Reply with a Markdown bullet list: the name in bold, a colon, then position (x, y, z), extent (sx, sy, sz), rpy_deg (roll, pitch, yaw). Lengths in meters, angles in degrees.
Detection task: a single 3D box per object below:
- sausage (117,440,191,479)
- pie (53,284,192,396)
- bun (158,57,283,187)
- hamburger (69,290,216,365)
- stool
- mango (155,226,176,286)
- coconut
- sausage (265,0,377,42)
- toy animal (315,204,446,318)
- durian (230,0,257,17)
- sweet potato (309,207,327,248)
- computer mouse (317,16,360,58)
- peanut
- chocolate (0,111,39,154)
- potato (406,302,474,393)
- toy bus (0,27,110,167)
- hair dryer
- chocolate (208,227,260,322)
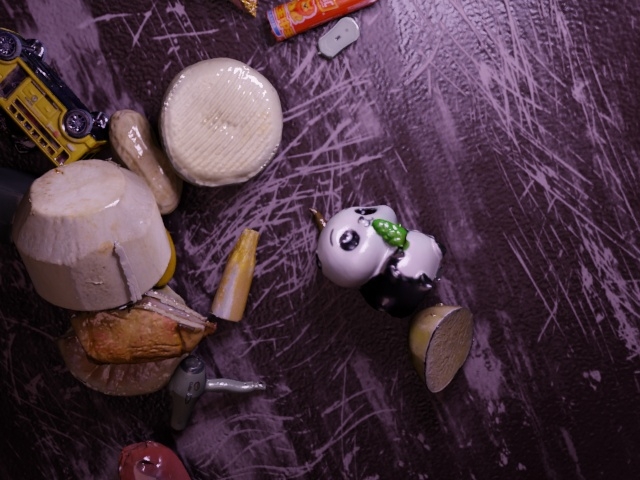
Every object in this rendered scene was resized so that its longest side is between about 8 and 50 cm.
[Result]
- **sausage**: position (-0.387, 0.613, 1.736), extent (0.152, 0.152, 0.280), rpy_deg (-29, 96, 10)
- **pie**: position (-0.462, 0.235, 1.716), extent (0.337, 0.075, 0.338), rpy_deg (0, 102, 0)
- **bun**: position (-0.219, -0.259, 1.570), extent (0.287, 0.146, 0.287), rpy_deg (-2, 108, -7)
- **hamburger**: position (-0.412, 0.199, 1.596), extent (0.282, 0.155, 0.245), rpy_deg (38, 100, -11)
- **stool**: position (-0.685, -0.076, 1.610), extent (0.232, 0.232, 0.141), rpy_deg (18, 101, 2)
- **mango**: position (-0.391, 0.030, 1.668), extent (0.103, 0.076, 0.161), rpy_deg (-19, 94, -3)
- **coconut**: position (-0.475, -0.003, 1.496), extent (0.323, 0.323, 0.323), rpy_deg (1, 100, 5)
- **sausage**: position (0.018, -0.509, 1.539), extent (0.274, 0.074, 0.074), rpy_deg (-19, 98, 8)
- **toy animal**: position (0.128, 0.032, 1.556), extent (0.266, 0.212, 0.212), rpy_deg (34, 101, -8)
- **durian**: position (-0.211, -0.579, 1.533), extent (0.182, 0.165, 0.132), rpy_deg (57, 133, 17)
- **sweet potato**: position (0.006, -0.002, 1.646), extent (0.041, 0.038, 0.153), rpy_deg (-11, 97, -16)
- **computer mouse**: position (0.039, -0.443, 1.568), extent (0.110, 0.032, 0.056), rpy_deg (-34, 94, 20)
- **peanut**: position (-0.391, -0.180, 1.614), extent (0.123, 0.123, 0.257), rpy_deg (-25, 96, 9)
- **chocolate**: position (-0.718, -0.252, 1.659), extent (0.147, 0.070, 0.072), rpy_deg (31, 106, 4)
- **potato**: position (0.252, 0.229, 1.622), extent (0.117, 0.182, 0.202), rpy_deg (22, 126, 38)
- **toy bus**: position (-0.624, -0.314, 1.596), extent (0.151, 0.145, 0.331), rpy_deg (-41, 94, 10)
- **hair dryer**: position (-0.279, 0.384, 1.725), extent (0.225, 0.088, 0.219), rpy_deg (25, 119, -28)
- **chocolate**: position (-0.189, 0.078, 1.664), extent (0.085, 0.085, 0.219), rpy_deg (20, 98, 2)
